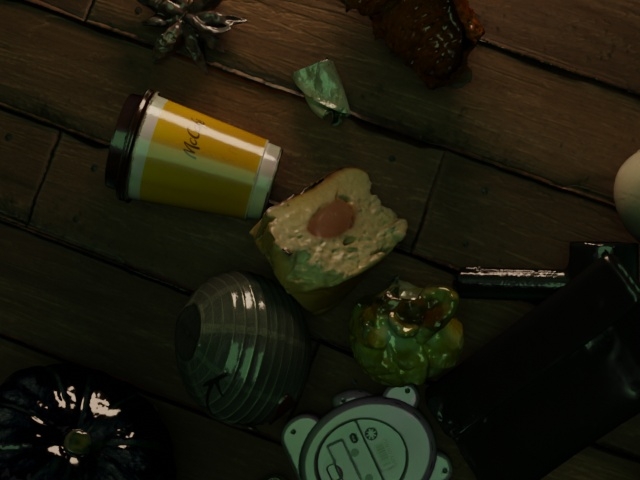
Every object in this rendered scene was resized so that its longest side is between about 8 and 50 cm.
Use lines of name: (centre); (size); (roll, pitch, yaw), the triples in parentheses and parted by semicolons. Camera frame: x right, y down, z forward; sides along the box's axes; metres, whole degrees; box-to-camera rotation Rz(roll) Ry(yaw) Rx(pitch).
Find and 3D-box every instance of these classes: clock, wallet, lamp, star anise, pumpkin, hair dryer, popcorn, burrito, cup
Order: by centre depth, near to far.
wallet: (0.369, 0.224, 1.710); (0.406, 0.062, 0.228); (-42, 77, 26)
pumpkin: (-0.409, 0.380, 1.731); (0.363, 0.266, 0.363); (14, 54, -20)
popcorn: (0.144, 0.137, 1.748); (0.198, 0.212, 0.198); (8, 58, -13)
lamp: (-0.120, 0.178, 1.757); (0.233, 0.265, 0.233); (-10, 126, -14)
hair dryer: (0.367, 0.121, 1.786); (0.302, 0.116, 0.244); (2, 91, 18)
cup: (-0.212, -0.131, 1.802); (0.279, 0.196, 0.196); (16, 91, -1)
clock: (0.078, 0.359, 1.809); (0.247, 0.090, 0.228); (-25, 87, 3)
burrito: (0.005, -0.250, 1.845); (0.074, 0.044, 0.118); (-24, 85, 7)
star anise: (-0.233, -0.383, 1.862); (0.182, 0.065, 0.195); (37, 97, 6)

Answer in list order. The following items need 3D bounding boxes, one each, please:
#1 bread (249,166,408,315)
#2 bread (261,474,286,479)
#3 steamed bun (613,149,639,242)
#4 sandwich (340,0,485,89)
bread: (0.007, -0.007, 1.759); (0.224, 0.211, 0.184); (-41, 79, 9)
bread: (-0.134, 0.480, 1.846); (0.073, 0.053, 0.214); (44, 91, 1)
steamed bun: (0.562, -0.040, 1.717); (0.228, 0.177, 0.131); (39, 84, 0)
sandwich: (0.176, -0.392, 1.783); (0.250, 0.162, 0.301); (-12, 106, 36)
